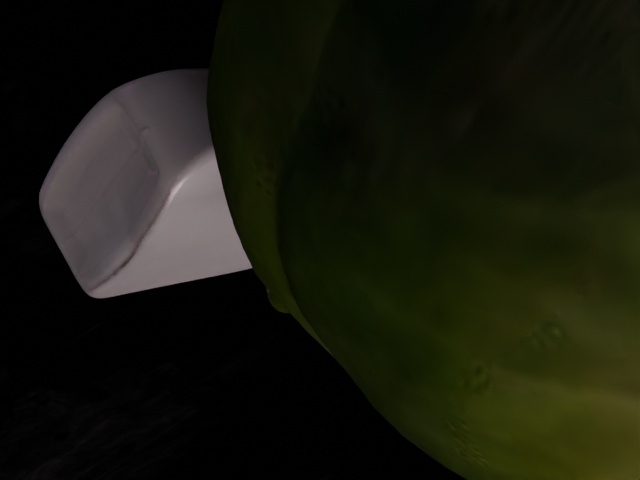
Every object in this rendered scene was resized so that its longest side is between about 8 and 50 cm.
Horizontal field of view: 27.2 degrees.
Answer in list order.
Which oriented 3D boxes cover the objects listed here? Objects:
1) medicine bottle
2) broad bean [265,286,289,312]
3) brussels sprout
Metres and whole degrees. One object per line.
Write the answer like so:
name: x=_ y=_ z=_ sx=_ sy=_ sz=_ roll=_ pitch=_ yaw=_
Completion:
medicine bottle: x=-0.037 y=-0.031 z=0.645 sx=0.183 sy=0.069 sz=0.119 roll=-9 pitch=149 yaw=-47
broad bean: x=-0.006 y=0.006 z=0.817 sx=0.061 sy=0.046 sz=0.195 roll=-40 pitch=168 yaw=-15
brussels sprout: x=0.132 y=-0.033 z=0.456 sx=0.289 sy=0.355 sz=0.281 roll=-48 pitch=168 yaw=12
